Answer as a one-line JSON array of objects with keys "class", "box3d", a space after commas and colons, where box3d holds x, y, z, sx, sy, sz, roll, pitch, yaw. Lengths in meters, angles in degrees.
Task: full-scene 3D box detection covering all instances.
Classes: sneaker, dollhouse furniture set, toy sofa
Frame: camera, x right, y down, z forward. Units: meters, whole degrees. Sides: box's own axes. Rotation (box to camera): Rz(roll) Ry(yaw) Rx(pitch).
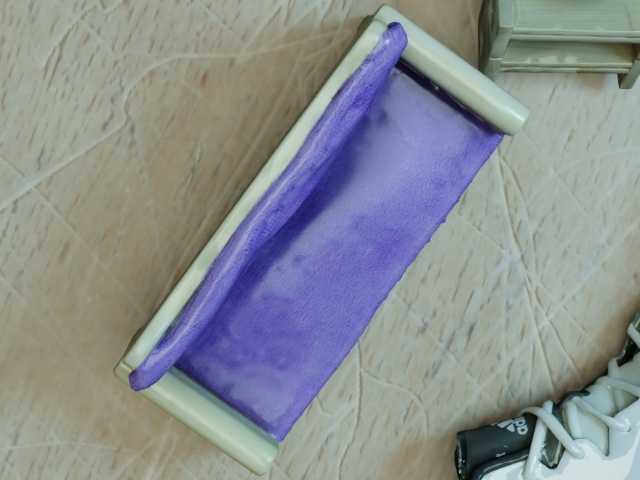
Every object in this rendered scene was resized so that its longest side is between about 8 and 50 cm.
[{"class": "sneaker", "box3d": [0.251, 0.135, 1.332, 0.257, 0.169, 0.447, 10, 99, -6]}, {"class": "dollhouse furniture set", "box3d": [0.197, -0.229, 1.323, 0.129, 0.129, 0.184, 1, 73, -2]}, {"class": "toy sofa", "box3d": [0.000, 0.000, 1.301, 0.150, 0.177, 0.362, 36, 94, -6]}]
